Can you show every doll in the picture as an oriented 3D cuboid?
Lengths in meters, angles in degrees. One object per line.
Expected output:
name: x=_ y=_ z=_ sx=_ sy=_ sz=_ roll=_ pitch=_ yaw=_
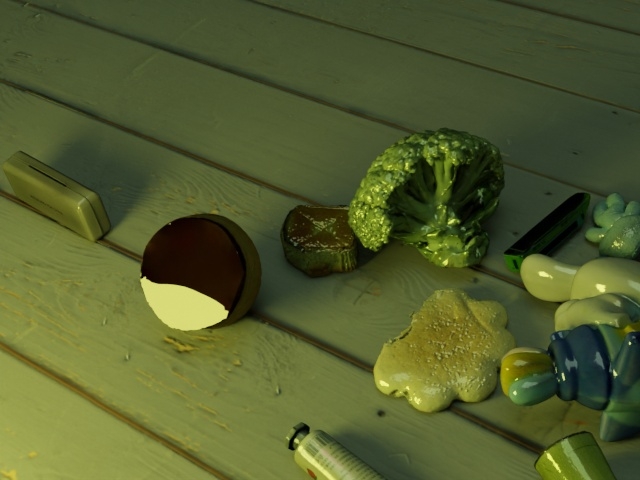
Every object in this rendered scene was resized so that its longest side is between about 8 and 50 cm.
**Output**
doll: x=0.512 y=-0.016 z=1.792 sx=0.120 sy=0.075 sz=0.180 roll=-41 pitch=14 yaw=19
doll: x=0.442 y=0.153 z=1.540 sx=0.375 sy=0.187 sz=0.365 roll=-8 pitch=26 yaw=35

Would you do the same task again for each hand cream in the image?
hand cream: x=0.059 y=0.348 z=1.460 sx=0.095 sy=0.059 sz=0.276 roll=-35 pitch=53 yaw=-29

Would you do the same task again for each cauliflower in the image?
cauliflower: x=0.198 y=-0.061 z=1.806 sx=0.275 sy=0.272 sz=0.250 roll=-29 pitch=83 yaw=14

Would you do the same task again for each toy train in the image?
toy train: x=0.400 y=-0.013 z=1.814 sx=0.209 sy=0.042 sz=0.044 roll=-36 pitch=27 yaw=-29

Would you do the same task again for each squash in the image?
squash: x=0.372 y=0.355 z=1.369 sx=0.094 sy=0.094 sz=0.224 roll=-20 pitch=48 yaw=-13

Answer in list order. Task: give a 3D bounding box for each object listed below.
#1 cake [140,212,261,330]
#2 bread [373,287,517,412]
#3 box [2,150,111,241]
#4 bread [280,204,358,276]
cake: x=-0.183 y=0.059 z=1.753 sx=0.185 sy=0.178 sz=0.208 roll=-40 pitch=72 yaw=11
bread: x=0.207 y=0.168 z=1.644 sx=0.181 sy=0.039 sz=0.251 roll=22 pitch=49 yaw=30
box: x=-0.500 y=-0.085 z=1.993 sx=0.243 sy=0.103 sz=0.055 roll=26 pitch=56 yaw=33
bread: x=0.000 y=0.000 z=1.843 sx=0.140 sy=0.069 sz=0.128 roll=-2 pitch=43 yaw=2
